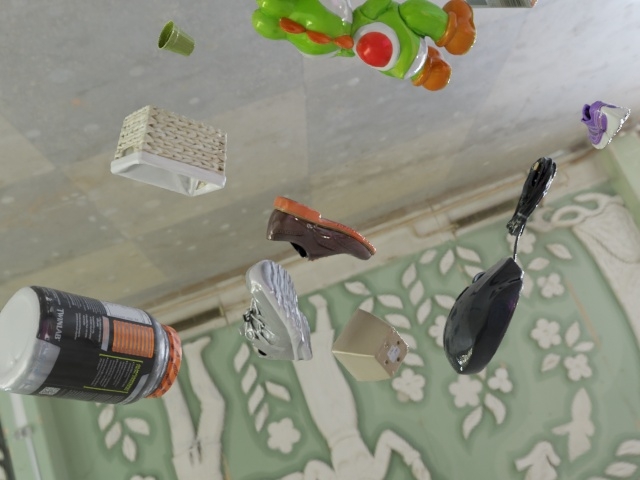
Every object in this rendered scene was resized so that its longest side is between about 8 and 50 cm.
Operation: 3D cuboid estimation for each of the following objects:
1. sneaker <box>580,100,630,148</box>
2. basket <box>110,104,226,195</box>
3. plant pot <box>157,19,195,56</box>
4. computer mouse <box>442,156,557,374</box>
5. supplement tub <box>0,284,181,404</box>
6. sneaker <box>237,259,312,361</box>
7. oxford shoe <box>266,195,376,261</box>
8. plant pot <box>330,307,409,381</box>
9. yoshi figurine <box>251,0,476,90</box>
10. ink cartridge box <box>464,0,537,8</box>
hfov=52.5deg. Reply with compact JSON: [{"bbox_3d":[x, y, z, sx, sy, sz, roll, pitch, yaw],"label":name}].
[{"bbox_3d":[0.489,-0.212,1.132,0.068,0.071,0.170,-56,165,4],"label":"sneaker"},{"bbox_3d":[-0.253,-0.150,1.109,0.167,0.103,0.113,16,164,-40],"label":"basket"},{"bbox_3d":[-0.380,-0.531,1.733,0.079,0.083,0.083,22,139,-38],"label":"plant pot"},{"bbox_3d":[0.160,0.011,0.578,0.242,0.041,0.071,-60,174,-32],"label":"computer mouse"},{"bbox_3d":[-0.468,0.224,1.329,0.207,0.207,0.338,-30,145,31],"label":"supplement tub"},{"bbox_3d":[-0.089,0.140,1.104,0.115,0.105,0.281,-12,141,3],"label":"sneaker"},{"bbox_3d":[0.000,0.000,1.337,0.271,0.099,0.097,24,178,-33],"label":"oxford shoe"},{"bbox_3d":[0.106,0.211,1.268,0.096,0.109,0.109,2,-131,50],"label":"plant pot"},{"bbox_3d":[0.059,-0.372,1.078,0.361,0.204,0.203,6,-175,-22],"label":"yoshi figurine"},{"bbox_3d":[0.360,-0.492,1.172,0.179,0.145,0.045,-50,130,-16],"label":"ink cartridge box"}]
